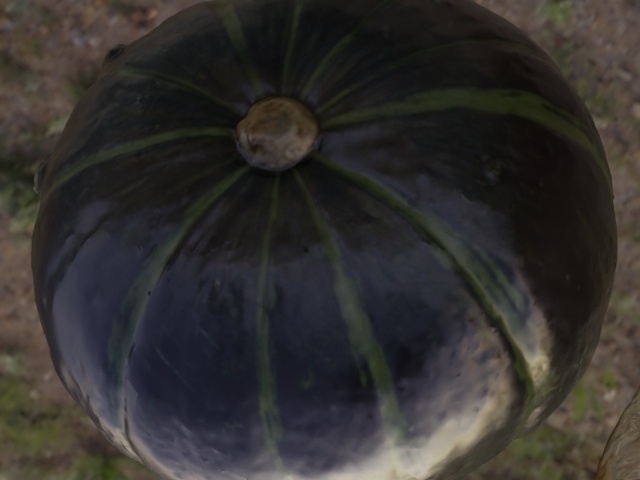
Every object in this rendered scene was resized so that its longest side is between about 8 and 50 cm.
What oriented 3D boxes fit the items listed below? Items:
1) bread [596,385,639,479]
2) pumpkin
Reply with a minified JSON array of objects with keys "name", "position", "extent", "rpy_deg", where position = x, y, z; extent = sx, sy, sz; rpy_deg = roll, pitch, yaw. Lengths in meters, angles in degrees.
[{"name":"bread","position":[0.129,0.047,0.330],"extent":[0.149,0.122,0.073],"rpy_deg":[-15,114,54]},{"name":"pumpkin","position":[0.000,0.000,0.939],"extent":[0.323,0.323,0.241],"rpy_deg":[17,147,21]}]
